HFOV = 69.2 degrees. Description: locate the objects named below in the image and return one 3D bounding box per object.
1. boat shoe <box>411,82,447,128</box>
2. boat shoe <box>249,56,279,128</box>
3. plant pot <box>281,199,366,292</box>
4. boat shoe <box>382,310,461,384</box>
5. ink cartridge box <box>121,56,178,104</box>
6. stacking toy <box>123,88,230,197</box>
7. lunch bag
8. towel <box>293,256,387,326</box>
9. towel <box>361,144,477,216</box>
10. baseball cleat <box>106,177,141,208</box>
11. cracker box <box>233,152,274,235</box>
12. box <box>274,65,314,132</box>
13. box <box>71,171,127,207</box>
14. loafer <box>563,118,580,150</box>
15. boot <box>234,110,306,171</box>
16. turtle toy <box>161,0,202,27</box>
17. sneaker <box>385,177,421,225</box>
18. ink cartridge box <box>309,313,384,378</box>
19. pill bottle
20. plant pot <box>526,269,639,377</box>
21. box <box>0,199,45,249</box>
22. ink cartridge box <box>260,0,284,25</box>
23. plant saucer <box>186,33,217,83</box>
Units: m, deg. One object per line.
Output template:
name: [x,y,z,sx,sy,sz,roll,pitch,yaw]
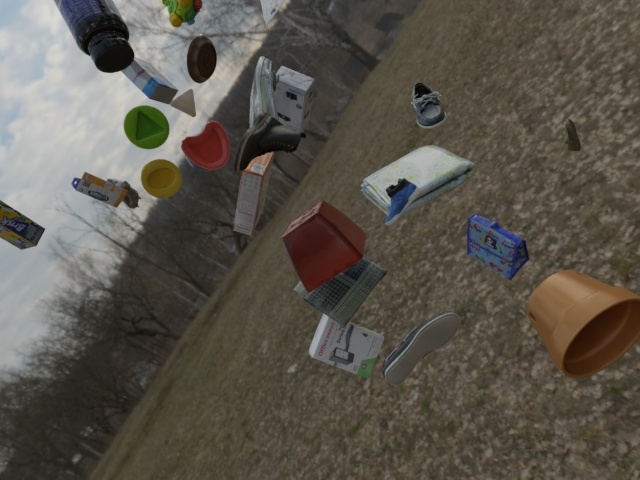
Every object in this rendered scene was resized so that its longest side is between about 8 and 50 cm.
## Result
boat shoe: [0.345,-0.441,1.495,0.095,0.079,0.254,-15,35,16]
boat shoe: [-0.187,-0.500,1.613,0.118,0.103,0.320,121,151,-58]
plant pot: [0.000,0.000,1.841,0.267,0.235,0.267,-35,13,19]
boat shoe: [0.335,0.353,1.601,0.335,0.112,0.095,-47,16,9]
ink cartridge box: [-0.451,-0.422,1.219,0.052,0.122,0.088,-50,-9,15]
stacking toy: [-0.470,-0.310,1.490,0.309,0.279,0.130,-31,18,-20]
lunch bag: [0.718,0.001,1.885,0.138,0.293,0.221,-47,56,-9]
towel: [0.085,0.185,2.047,0.324,0.312,0.056,-48,-32,-16]
towel: [0.368,-0.235,1.811,0.375,0.090,0.320,-29,30,-1]
baseball cleat: [-0.801,-0.198,1.872,0.206,0.110,0.072,104,-174,-65]
cracker box: [-0.207,-0.152,1.444,0.155,0.067,0.232,-77,4,-50]
box: [-0.130,-0.633,2.126,0.290,0.169,0.087,106,-171,-62]
box: [-0.629,-0.146,1.316,0.081,0.136,0.028,-30,41,46]
loafer: [0.972,-0.404,1.807,0.050,0.148,0.056,-14,34,36]
boot: [-0.131,-0.244,1.217,0.077,0.137,0.197,116,177,-65]
turtle toy: [-0.280,-0.511,0.974,0.130,0.066,0.095,-44,60,39]
sneaker: [0.219,-0.119,1.376,0.152,0.085,0.058,-52,1,34]
ink cartridge box: [0.112,0.461,2.046,0.115,0.273,0.198,176,116,-80]
pill bottle: [-0.527,-0.511,1.084,0.123,0.219,0.123,-29,-7,-4]
plant pot: [0.748,0.223,1.346,0.291,0.291,0.203,-53,35,14]
box: [-0.731,-0.047,1.063,0.059,0.169,0.054,-11,53,23]
ink cartridge box: [-0.172,-0.936,1.780,0.145,0.045,0.179,-32,66,46]
plant saucer: [-0.493,-0.765,1.965,0.198,0.036,0.198,17,-90,-73]
